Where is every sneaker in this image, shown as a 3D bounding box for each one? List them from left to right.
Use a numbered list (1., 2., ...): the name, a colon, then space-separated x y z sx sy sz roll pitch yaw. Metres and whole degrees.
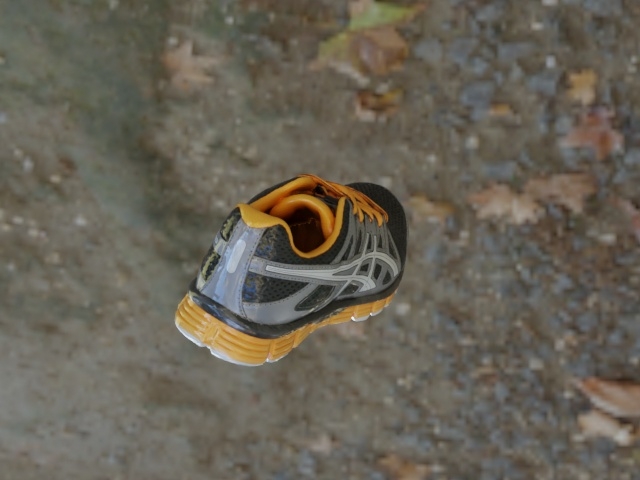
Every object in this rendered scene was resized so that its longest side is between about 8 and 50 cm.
1. sneaker: 0.000 0.000 0.870 0.084 0.215 0.083 26 117 16
